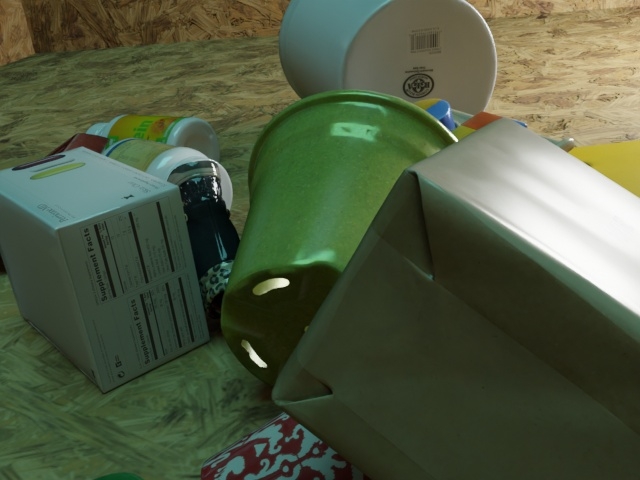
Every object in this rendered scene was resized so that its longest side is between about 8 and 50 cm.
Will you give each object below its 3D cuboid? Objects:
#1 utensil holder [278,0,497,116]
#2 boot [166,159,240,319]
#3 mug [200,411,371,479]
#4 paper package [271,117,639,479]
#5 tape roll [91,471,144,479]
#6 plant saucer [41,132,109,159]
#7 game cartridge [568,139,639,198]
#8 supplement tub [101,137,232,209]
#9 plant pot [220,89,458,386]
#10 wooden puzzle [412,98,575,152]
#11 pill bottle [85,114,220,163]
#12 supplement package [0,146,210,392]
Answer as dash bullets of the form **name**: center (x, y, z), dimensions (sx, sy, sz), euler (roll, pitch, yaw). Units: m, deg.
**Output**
- **utensil holder**: center (0.121, -0.355, 1.513), dimensions (0.327, 0.328, 0.385), euler (-13, 28, -12)
- **boot**: center (-0.150, 0.028, 0.993), dimensions (0.085, 0.236, 0.179), euler (-13, 66, -20)
- **mug**: center (0.011, 0.183, 0.599), dimensions (0.169, 0.150, 0.113), euler (-29, 39, 1)
- **paper package**: center (0.177, 0.071, 0.525), dimensions (0.309, 0.168, 0.325), euler (35, 23, 11)
- **tape roll**: center (-0.168, 0.254, 0.339), dimensions (0.321, 0.077, 0.321), euler (-40, 13, 11)
- **plant saucer**: center (-0.478, -0.075, 1.255), dimensions (0.258, 0.048, 0.259), euler (-34, 23, 11)
- **game cartridge**: center (0.397, -0.059, 1.102), dimensions (0.285, 0.053, 0.324), euler (-6, 27, 4)
- **supplement tub**: center (-0.250, -0.082, 1.220), dimensions (0.199, 0.144, 0.144), euler (15, 33, 41)
- **plant pot**: center (0.017, 0.019, 0.819), dimensions (0.276, 0.276, 0.254), euler (0, 36, 17)
- **wooden puzzle**: center (0.150, -0.118, 1.174), dimensions (0.322, 0.080, 0.348), euler (-35, 32, -20)
- **pill bottle**: center (-0.322, -0.164, 1.434), dimensions (0.245, 0.136, 0.136), euler (7, 28, 31)
- **supplement package**: center (-0.277, 0.021, 0.929), dimensions (0.145, 0.204, 0.262), euler (-25, 30, -33)
